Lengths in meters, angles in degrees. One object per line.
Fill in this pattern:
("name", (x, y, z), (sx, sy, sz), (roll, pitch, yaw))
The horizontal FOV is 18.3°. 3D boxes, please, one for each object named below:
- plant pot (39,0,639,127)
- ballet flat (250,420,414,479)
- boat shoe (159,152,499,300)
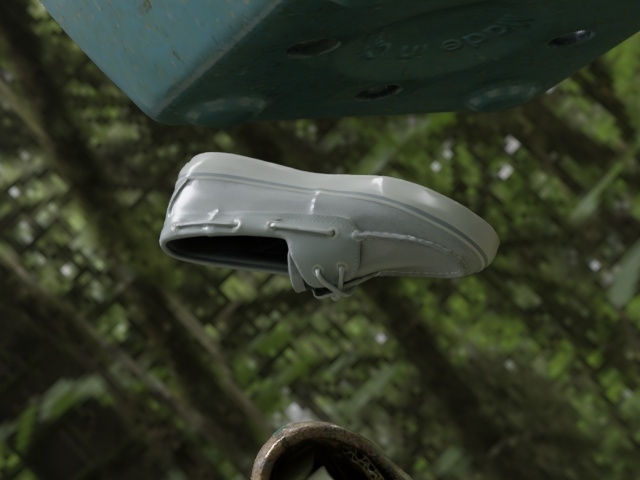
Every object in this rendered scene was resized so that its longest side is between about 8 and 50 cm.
("plant pot", (0.016, -0.175, 0.623), (0.247, 0.252, 0.248), (-5, -13, -27))
("ballet flat", (0.070, 0.211, 0.994), (0.107, 0.316, 0.106), (-43, -19, -11))
("boat shoe", (0.000, 0.000, 1.035), (0.066, 0.184, 0.063), (71, -142, -58))
